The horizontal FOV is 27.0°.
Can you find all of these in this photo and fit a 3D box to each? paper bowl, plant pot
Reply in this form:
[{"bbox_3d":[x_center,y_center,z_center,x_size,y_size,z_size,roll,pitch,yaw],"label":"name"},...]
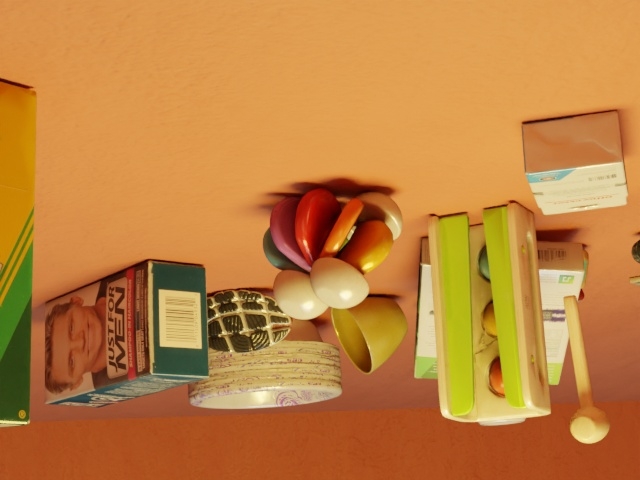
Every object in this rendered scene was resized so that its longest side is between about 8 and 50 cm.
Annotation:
[{"bbox_3d":[-0.104,0.223,2.459,0.284,0.148,0.284,-3,165,-1],"label":"paper bowl"},{"bbox_3d":[0.093,0.149,2.287,0.095,0.134,0.134,-25,173,-18],"label":"plant pot"}]

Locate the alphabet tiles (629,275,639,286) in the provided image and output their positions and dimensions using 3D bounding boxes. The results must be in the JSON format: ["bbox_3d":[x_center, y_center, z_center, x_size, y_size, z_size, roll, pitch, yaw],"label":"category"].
[{"bbox_3d":[0.711,0.053,2.236,0.343,0.011,0.285,-12,164,31],"label":"alphabet tiles"}]

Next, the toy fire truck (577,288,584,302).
[{"bbox_3d":[0.316,0.152,2.290,0.254,0.169,0.302,-21,168,-4],"label":"toy fire truck"}]

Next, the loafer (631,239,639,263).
[{"bbox_3d":[0.525,0.023,1.977,0.170,0.062,0.061,5,169,-26],"label":"loafer"}]

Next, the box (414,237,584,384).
[{"bbox_3d":[0.260,0.111,2.006,0.232,0.058,0.322,3,143,3],"label":"box"}]

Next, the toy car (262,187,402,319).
[{"bbox_3d":[0.000,0.000,1.644,0.136,0.159,0.182,43,145,-21],"label":"toy car"}]

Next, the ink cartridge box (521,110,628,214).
[{"bbox_3d":[0.286,-0.083,1.489,0.104,0.060,0.180,-7,165,13],"label":"ink cartridge box"}]

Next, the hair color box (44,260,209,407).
[{"bbox_3d":[-0.309,0.153,2.074,0.105,0.173,0.347,8,162,-36],"label":"hair color box"}]

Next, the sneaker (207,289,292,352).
[{"bbox_3d":[-0.166,0.133,2.244,0.279,0.107,0.118,-6,-175,25],"label":"sneaker"}]

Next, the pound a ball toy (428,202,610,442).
[{"bbox_3d":[0.267,0.117,1.754,0.208,0.319,0.136,-10,165,24],"label":"pound a ball toy"}]

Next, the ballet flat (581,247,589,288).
[{"bbox_3d":[0.320,0.064,2.066,0.080,0.073,0.232,7,163,-33],"label":"ballet flat"}]

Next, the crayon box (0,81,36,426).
[{"bbox_3d":[-0.413,-0.007,1.113,0.106,0.313,0.363,-11,165,40],"label":"crayon box"}]

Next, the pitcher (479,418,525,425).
[{"bbox_3d":[0.348,0.243,2.522,0.126,0.207,0.178,-13,164,37],"label":"pitcher"}]
